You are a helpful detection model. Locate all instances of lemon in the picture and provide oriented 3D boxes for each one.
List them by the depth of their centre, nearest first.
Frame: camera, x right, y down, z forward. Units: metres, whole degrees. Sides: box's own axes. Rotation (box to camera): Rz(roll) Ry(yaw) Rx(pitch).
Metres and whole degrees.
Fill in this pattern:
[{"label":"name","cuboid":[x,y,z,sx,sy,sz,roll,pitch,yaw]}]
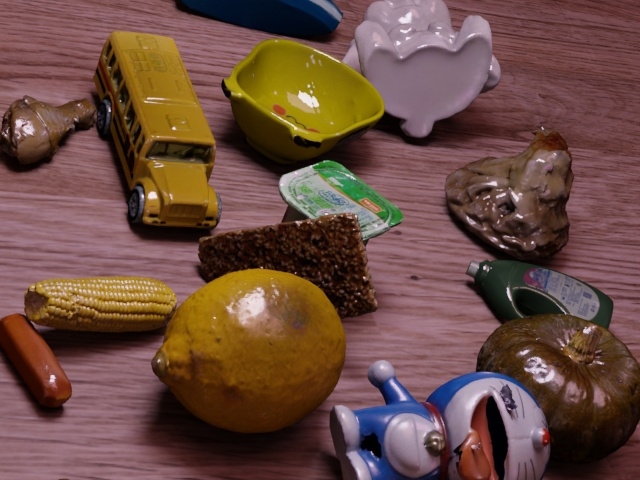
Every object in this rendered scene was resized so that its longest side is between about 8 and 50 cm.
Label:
[{"label":"lemon","cuboid":[-0.076,0.127,1.632,0.257,0.188,0.188,-6,44,-39]}]

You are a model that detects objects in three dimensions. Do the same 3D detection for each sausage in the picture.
[{"label":"sausage","cuboid":[-0.320,0.136,1.602,0.039,0.041,0.131,2,38,-47]}]

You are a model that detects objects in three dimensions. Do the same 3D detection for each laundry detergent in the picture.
[{"label":"laundry detergent","cuboid":[0.302,0.085,2.009,0.211,0.063,0.137,24,41,1]}]

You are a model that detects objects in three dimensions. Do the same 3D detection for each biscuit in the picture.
[{"label":"biscuit","cuboid":[-0.047,0.043,1.798,0.237,0.131,0.026,-9,4,27]}]

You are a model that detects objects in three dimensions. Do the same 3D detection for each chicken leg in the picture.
[{"label":"chicken leg","cuboid":[-0.368,-0.163,1.954,0.085,0.069,0.198,34,29,12]}]

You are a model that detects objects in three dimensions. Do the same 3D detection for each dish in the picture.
[{"label":"dish","cuboid":[-0.038,-0.188,2.137,0.221,0.108,0.262,32,34,12]}]

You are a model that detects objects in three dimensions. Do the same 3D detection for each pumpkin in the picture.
[{"label":"pumpkin","cuboid":[0.317,0.176,1.814,0.219,0.162,0.219,15,31,-9]}]

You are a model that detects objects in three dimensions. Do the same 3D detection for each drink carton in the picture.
[{"label":"drink carton","cuboid":[0.000,0.000,1.880,0.146,0.142,0.144,41,36,23]}]

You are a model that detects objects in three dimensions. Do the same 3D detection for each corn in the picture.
[{"label":"corn","cuboid":[-0.254,0.075,1.680,0.206,0.067,0.067,3,38,-45]}]

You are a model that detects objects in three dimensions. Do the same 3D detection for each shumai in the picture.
[{"label":"shumai","cuboid":[0.297,-0.084,2.133,0.206,0.175,0.166,37,37,24]}]

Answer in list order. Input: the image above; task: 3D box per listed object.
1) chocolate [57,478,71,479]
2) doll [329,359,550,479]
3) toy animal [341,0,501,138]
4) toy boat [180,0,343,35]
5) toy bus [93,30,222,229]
[{"label":"chocolate","cuboid":[-0.210,0.333,1.360,0.214,0.093,0.148,31,37,10]},{"label":"doll","cuboid":[0.139,0.230,1.641,0.257,0.161,0.215,-6,71,-20]},{"label":"toy animal","cuboid":[0.141,-0.303,2.343,0.272,0.206,0.265,-8,29,-10]},{"label":"toy boat","cuboid":[-0.097,-0.401,2.404,0.299,0.096,0.061,11,47,-21]},{"label":"toy bus","cuboid":[-0.222,-0.153,1.970,0.121,0.123,0.335,4,39,-27]}]
